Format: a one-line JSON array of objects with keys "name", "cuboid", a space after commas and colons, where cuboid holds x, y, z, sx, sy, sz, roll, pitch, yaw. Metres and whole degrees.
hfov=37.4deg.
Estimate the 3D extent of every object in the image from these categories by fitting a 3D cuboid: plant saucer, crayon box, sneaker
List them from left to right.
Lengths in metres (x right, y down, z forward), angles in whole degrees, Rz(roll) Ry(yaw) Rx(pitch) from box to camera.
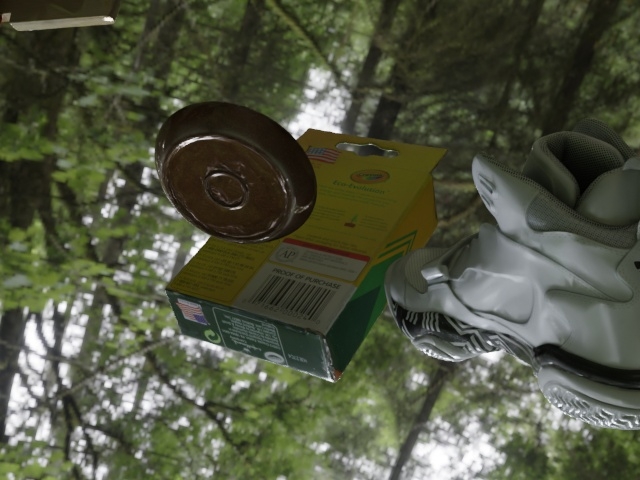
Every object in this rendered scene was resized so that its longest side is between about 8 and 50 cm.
[{"name": "plant saucer", "cuboid": [-0.088, -0.056, 0.913, 0.168, 0.168, 0.029, 20, -136, 4]}, {"name": "crayon box", "cuboid": [0.000, 0.000, 1.076, 0.202, 0.081, 0.318, 14, -133, 29]}, {"name": "sneaker", "cuboid": [0.169, 0.004, 0.808, 0.137, 0.210, 0.366, -18, -161, -24]}]

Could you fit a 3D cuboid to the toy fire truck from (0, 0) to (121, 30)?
[{"name": "toy fire truck", "cuboid": [-0.294, -0.275, 0.819, 0.246, 0.217, 0.158, 17, 178, -23]}]
